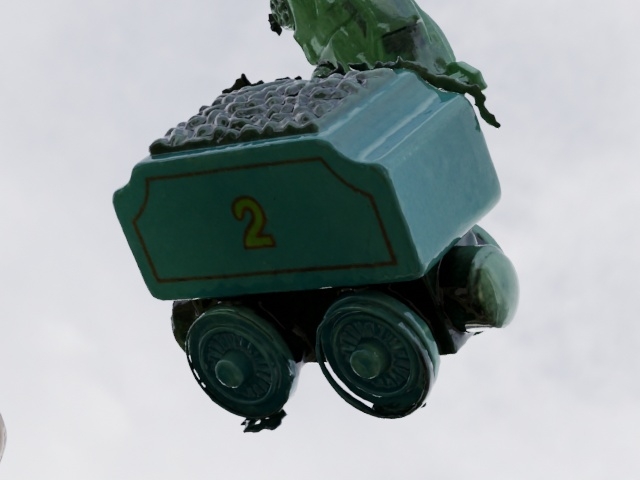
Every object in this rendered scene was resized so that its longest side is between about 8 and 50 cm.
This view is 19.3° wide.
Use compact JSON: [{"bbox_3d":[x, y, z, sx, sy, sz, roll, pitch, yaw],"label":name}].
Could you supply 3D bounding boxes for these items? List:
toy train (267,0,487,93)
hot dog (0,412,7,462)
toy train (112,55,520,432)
[{"bbox_3d":[0.033,-0.135,1.213,0.149,0.099,0.081,60,-30,9],"label":"toy train"},{"bbox_3d":[-0.332,0.218,1.295,0.135,0.100,0.337,39,-79,21],"label":"hot dog"},{"bbox_3d":[0.000,0.000,0.951,0.203,0.112,0.163,-7,-67,36],"label":"toy train"}]
